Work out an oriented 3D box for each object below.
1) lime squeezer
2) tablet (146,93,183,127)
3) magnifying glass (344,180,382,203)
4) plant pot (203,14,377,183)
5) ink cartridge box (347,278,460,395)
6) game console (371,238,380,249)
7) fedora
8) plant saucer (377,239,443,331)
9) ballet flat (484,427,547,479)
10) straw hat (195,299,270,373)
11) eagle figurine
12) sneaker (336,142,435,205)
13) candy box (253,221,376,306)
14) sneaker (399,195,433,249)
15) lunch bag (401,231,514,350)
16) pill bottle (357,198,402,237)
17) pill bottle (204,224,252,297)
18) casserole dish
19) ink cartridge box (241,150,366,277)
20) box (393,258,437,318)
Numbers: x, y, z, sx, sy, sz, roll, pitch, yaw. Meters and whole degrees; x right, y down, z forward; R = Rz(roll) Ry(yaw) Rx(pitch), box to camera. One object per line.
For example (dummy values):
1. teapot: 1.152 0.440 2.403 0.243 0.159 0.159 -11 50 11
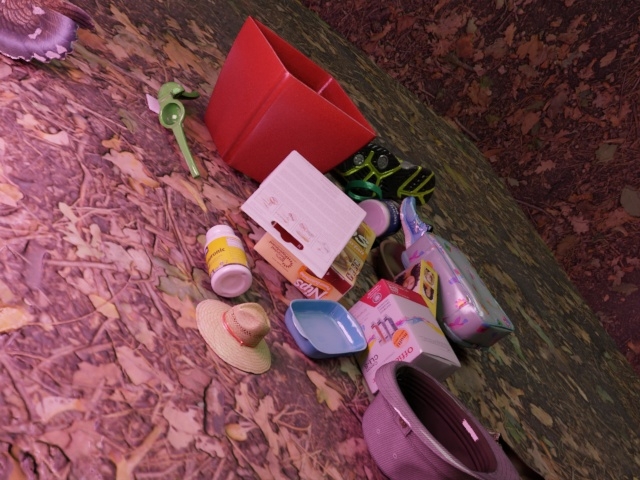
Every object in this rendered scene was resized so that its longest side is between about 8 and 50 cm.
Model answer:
1. lime squeezer: -0.279 -0.242 1.529 0.310 0.058 0.110 -102 173 -50
2. tablet: -0.309 -0.258 1.558 0.083 0.006 0.054 29 26 -39
3. magnifying glass: 0.142 -0.097 2.038 0.231 0.092 0.026 38 55 -48
4. plant pot: -0.090 -0.257 1.634 0.267 0.236 0.267 29 22 -40
5. ink cartridge box: 0.142 0.187 1.426 0.127 0.128 0.176 24 29 -43
6. game console: 0.068 -0.031 1.774 0.122 0.107 0.071 37 51 -21
7. fedora: 0.165 0.320 1.230 0.275 0.124 0.243 47 17 26
8. plant saucer: 0.229 0.114 1.853 0.278 0.041 0.278 39 21 -18
9. ballet flat: 0.388 0.445 1.520 0.250 0.058 0.084 43 22 -9
10. straw hat: -0.109 0.124 1.159 0.144 0.061 0.144 39 23 -19
11. eagle figurine: -0.523 -0.440 1.299 0.226 0.225 0.298 -42 125 -31
12. sneaker: 0.154 -0.185 2.179 0.384 0.145 0.147 20 2 -44
13. candy box: 0.000 0.000 1.555 0.183 0.087 0.316 43 22 -4
14. sneaker: 0.242 -0.033 1.916 0.063 0.073 0.162 17 60 -63
15. lunch bag: 0.314 0.125 1.788 0.224 0.108 0.279 24 32 -55
16. pill bottle: 0.152 -0.055 1.937 0.094 0.094 0.169 51 21 14
17. pill bottle: -0.150 0.030 1.249 0.065 0.065 0.116 30 25 -37
18. casserole dish: 0.006 0.155 1.344 0.188 0.037 0.114 7 43 -55
19. ink cartridge box: -0.036 -0.042 1.413 0.189 0.066 0.232 41 43 -4
20. box: 0.190 0.141 1.612 0.058 0.087 0.232 41 31 -19
